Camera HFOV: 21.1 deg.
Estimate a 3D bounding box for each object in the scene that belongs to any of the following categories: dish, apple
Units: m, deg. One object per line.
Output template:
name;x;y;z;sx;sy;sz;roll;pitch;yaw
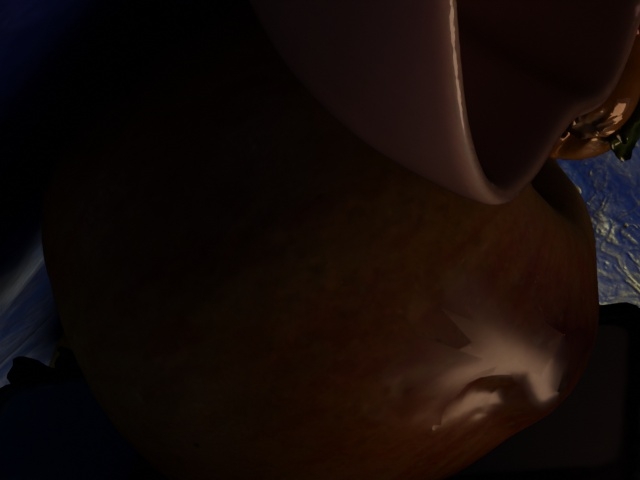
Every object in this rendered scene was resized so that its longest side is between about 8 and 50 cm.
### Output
dish;0.033;-0.123;0.471;0.213;0.090;0.213;-40;136;-54
apple;0.000;0.000;0.662;0.188;0.211;0.211;-27;-178;16

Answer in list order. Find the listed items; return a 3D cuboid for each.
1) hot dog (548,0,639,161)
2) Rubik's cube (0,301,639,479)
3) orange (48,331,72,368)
hot dog;0.105;-0.152;0.620;0.104;0.076;0.250;55;42;-61
Rubik's cube;0.011;0.280;0.776;0.362;0.363;0.359;-10;-145;17
orange;-0.026;0.096;1.072;0.329;0.249;0.329;-49;179;-1
